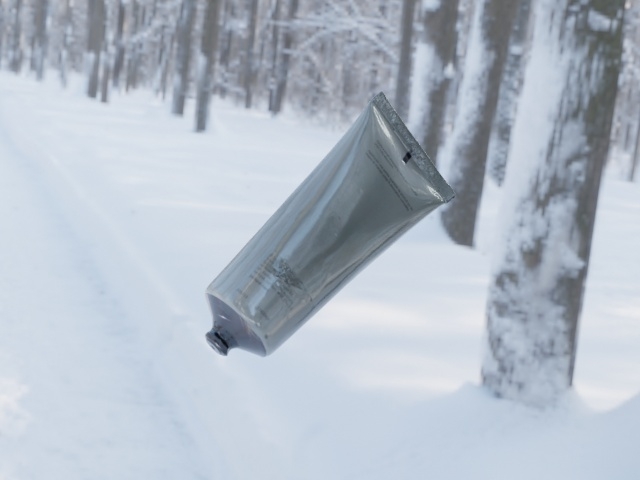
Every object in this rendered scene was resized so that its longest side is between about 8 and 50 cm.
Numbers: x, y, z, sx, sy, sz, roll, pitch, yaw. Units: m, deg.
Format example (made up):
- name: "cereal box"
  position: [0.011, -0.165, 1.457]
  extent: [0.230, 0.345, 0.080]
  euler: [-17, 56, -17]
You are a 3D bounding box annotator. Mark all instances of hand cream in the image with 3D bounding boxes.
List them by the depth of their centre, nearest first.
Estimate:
- name: "hand cream"
  position: [0.000, 0.000, 0.651]
  extent: [0.186, 0.087, 0.054]
  euler: [-44, 20, -18]
